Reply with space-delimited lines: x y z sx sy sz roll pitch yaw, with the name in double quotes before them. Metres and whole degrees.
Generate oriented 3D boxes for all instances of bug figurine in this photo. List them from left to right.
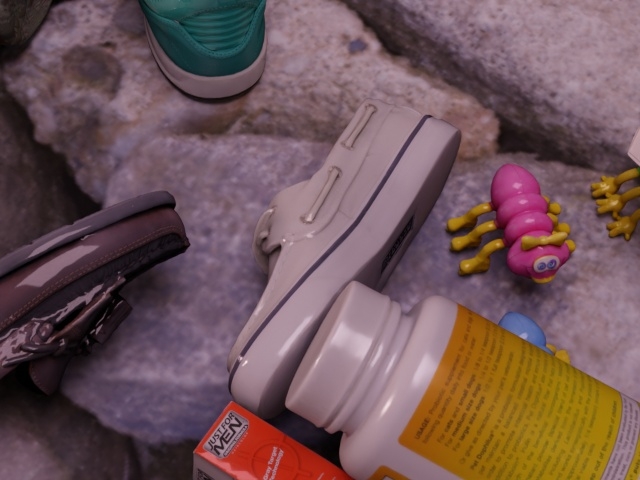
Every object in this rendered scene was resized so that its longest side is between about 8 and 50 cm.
"bug figurine" 0.209 0.028 0.973 0.279 0.072 0.216 -13 61 -14

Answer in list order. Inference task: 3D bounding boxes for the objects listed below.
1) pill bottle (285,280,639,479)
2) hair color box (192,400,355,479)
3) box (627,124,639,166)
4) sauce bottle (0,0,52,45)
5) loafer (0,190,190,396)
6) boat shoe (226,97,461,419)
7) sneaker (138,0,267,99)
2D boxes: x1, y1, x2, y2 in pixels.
"pill bottle" 0.092 0.109 0.834 0.215 0.117 0.117 29 59 -3
"hair color box" -0.008 0.160 0.866 0.141 0.072 0.043 30 61 11
"box" 0.377 0.013 0.917 0.232 0.058 0.322 -2 40 -34
"sauce bottle" -0.363 -0.240 1.050 0.344 0.111 0.111 18 58 4
"loafer" -0.205 0.076 0.891 0.302 0.109 0.095 -29 83 -15
"boat shoe" 0.000 0.000 0.954 0.088 0.096 0.267 26 58 14
"sneaker" -0.120 -0.264 1.052 0.124 0.178 0.295 -20 63 -18
